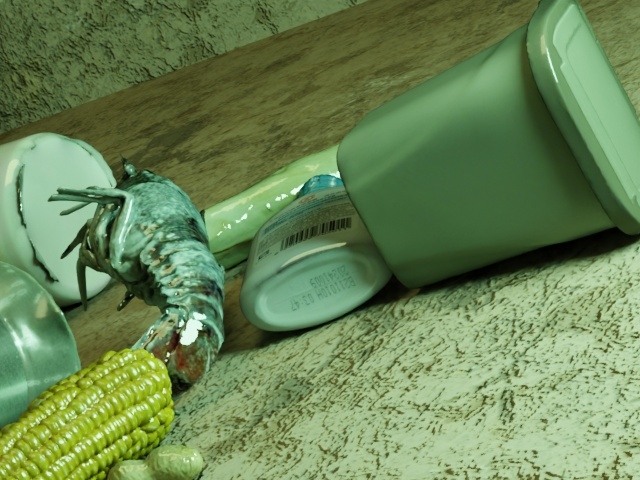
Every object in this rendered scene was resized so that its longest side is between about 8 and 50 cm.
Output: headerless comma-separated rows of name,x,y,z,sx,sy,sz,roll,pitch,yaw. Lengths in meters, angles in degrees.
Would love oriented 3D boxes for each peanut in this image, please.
peanut,-0.138,0.194,1.621,0.083,0.037,0.037,-19,14,3

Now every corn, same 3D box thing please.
corn,-0.241,0.194,1.656,0.102,0.102,0.313,-8,23,45

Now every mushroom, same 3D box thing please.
mushroom,-0.051,-0.035,2.225,0.312,0.081,0.100,-28,-21,-15

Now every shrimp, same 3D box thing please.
shrimp,-0.171,0.027,1.953,0.166,0.221,0.410,-47,29,-3

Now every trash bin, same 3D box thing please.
trash bin,0.170,-0.082,1.827,0.250,0.220,0.219,-24,11,29

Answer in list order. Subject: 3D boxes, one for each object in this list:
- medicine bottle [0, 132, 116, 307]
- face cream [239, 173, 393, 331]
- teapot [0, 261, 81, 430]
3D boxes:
medicine bottle,-0.448,0.008,2.418,0.378,0.214,0.213,-14,17,30
face cream,0.000,0.000,2.019,0.163,0.080,0.337,-22,14,7
teapot,-0.410,0.164,1.724,0.344,0.253,0.300,-18,-17,-49
